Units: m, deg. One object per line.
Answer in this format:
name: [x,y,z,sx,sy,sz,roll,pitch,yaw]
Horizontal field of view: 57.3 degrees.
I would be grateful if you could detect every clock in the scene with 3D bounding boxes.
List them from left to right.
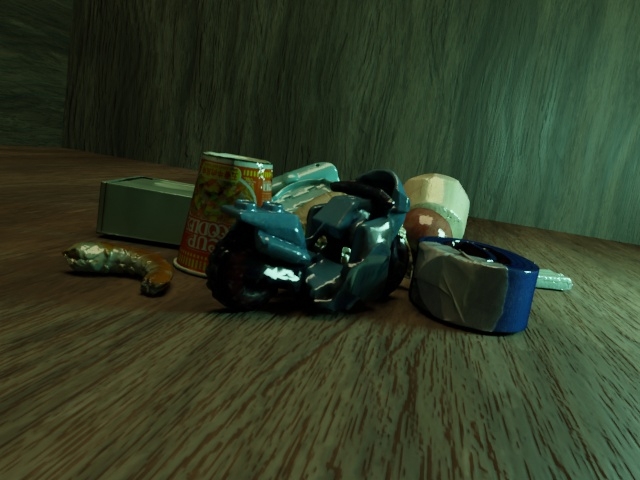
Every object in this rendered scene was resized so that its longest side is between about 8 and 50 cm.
clock: [-0.016,-0.048,1.258,0.224,0.094,0.274,-24,46,-16]

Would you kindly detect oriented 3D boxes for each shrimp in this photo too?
shrimp: [-0.309,0.047,0.905,0.161,0.049,0.166,5,17,-30]

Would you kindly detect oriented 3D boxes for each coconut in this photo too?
coconut: [0.324,-0.089,1.681,0.224,0.224,0.234,11,45,15]

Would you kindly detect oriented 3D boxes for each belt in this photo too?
belt: [0.276,0.067,1.089,0.213,0.117,0.347,11,9,4]

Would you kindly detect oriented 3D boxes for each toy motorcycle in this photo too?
toy motorcycle: [0.008,-0.009,0.941,0.416,0.232,0.172,0,16,-41]

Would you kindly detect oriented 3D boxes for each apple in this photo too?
apple: [0.262,-0.013,1.476,0.153,0.120,0.153,34,-14,10]

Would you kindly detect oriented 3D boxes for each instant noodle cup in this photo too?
instant noodle cup: [-0.162,-0.049,1.081,0.193,0.212,0.193,9,9,-1]

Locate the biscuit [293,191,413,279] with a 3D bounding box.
biscuit: [0.055,-0.006,1.122,0.281,0.179,0.084,5,10,-24]

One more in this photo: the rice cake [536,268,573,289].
rice cake: [0.499,0.086,1.430,0.211,0.038,0.124,8,9,-7]

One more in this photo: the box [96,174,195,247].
box: [-0.338,-0.062,1.299,0.225,0.117,0.225,10,10,1]
